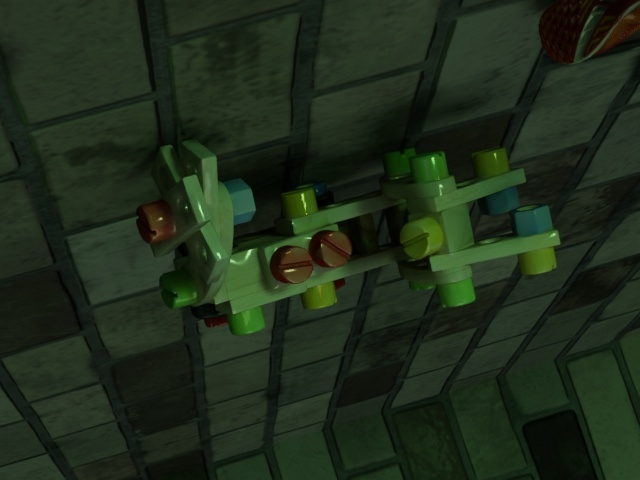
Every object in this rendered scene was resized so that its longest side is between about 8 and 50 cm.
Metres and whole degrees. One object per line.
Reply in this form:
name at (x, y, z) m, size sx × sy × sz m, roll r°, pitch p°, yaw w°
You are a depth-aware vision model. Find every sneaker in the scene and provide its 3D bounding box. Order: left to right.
sneaker at (0.221, -0.178, 1.075) m, size 0.175 × 0.064 × 0.067 m, roll -26°, pitch -177°, yaw 44°

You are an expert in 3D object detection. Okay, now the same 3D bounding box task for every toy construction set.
toy construction set at (0.000, 0.000, 1.242) m, size 0.328 × 0.151 × 0.215 m, roll 0°, pitch -177°, yaw -28°
